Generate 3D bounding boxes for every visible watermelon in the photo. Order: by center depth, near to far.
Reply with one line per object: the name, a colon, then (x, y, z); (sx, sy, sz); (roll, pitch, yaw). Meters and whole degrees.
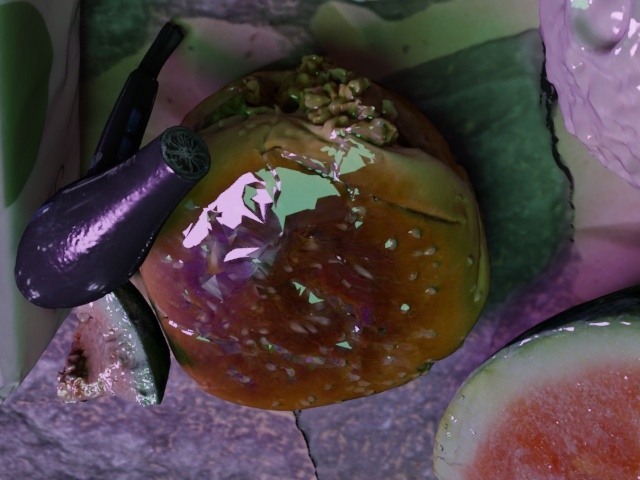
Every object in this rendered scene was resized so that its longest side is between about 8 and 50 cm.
watermelon: (0.211, 0.134, 1.064); (0.231, 0.193, 0.310); (37, 127, -7)
watermelon: (-0.154, 0.052, 1.133); (0.080, 0.155, 0.101); (-18, 107, 12)

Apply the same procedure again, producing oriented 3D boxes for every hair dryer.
hair dryer: (-0.116, -0.071, 1.015); (0.075, 0.219, 0.195); (30, 140, -21)

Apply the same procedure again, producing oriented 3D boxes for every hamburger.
hamburger: (0.000, 0.000, 1.080); (0.243, 0.146, 0.286); (25, 127, -8)

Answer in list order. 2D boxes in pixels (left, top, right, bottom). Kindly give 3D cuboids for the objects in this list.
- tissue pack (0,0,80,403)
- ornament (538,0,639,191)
tissue pack: (-0.304, -0.087, 1.081); (0.266, 0.194, 0.356); (13, 127, 8)
ornament: (0.240, -0.133, 0.832); (0.259, 0.259, 0.225); (-4, 146, 20)
